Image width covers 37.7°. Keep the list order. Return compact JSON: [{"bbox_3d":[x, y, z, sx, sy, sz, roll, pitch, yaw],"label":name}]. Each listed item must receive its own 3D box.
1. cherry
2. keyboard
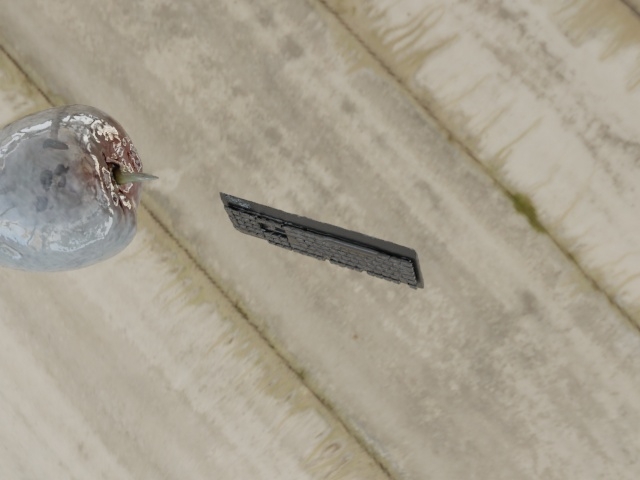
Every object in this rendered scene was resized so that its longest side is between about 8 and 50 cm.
[{"bbox_3d":[-0.363,-0.067,1.292,0.296,0.218,0.255,-18,-144,17],"label":"cherry"},{"bbox_3d":[-0.001,0.002,0.854,0.197,0.074,0.015,17,-110,20],"label":"keyboard"}]
